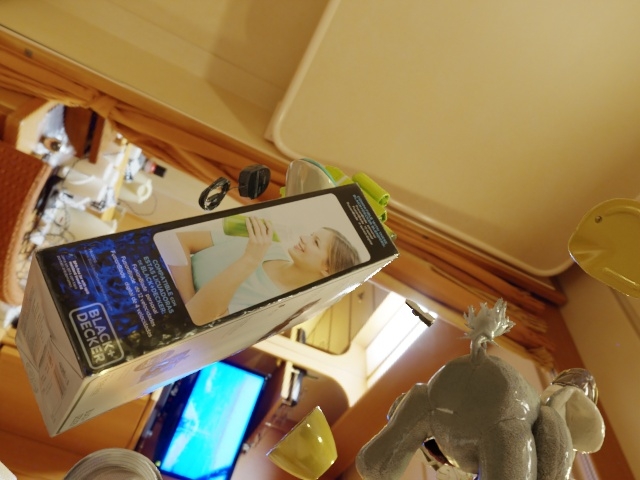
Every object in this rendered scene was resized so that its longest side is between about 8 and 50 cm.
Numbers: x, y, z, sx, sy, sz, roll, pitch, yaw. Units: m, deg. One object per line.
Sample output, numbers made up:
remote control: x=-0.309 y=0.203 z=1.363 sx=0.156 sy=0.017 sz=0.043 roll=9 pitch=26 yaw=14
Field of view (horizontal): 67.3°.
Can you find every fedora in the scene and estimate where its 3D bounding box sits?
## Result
fedora: x=-0.413 y=0.561 z=0.956 sx=0.124 sy=0.244 sz=0.275 roll=-26 pitch=-146 yaw=46

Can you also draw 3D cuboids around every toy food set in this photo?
toy food set: x=0.483 y=0.019 z=0.743 sx=0.128 sy=0.218 sz=0.071 roll=-60 pitch=-179 yaw=9

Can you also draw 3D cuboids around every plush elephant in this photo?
plush elephant: x=0.258 y=0.287 z=0.714 sx=0.272 sy=0.255 sz=0.330 roll=-3 pitch=-128 yaw=48

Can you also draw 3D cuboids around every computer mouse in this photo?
computer mouse: x=-0.172 y=-0.109 z=0.964 sx=0.242 sy=0.041 sz=0.071 roll=-35 pitch=140 yaw=-61

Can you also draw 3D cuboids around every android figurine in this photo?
android figurine: x=0.022 y=-0.053 z=1.023 sx=0.248 sy=0.273 sz=0.056 roll=-42 pitch=153 yaw=-12

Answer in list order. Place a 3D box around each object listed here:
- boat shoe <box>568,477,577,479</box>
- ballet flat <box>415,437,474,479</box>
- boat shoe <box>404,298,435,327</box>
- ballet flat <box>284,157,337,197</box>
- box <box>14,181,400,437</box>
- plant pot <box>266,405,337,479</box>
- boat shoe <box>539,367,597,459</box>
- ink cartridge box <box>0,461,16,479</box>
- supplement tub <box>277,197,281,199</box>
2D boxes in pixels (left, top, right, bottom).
boat shoe: x=0.674 y=0.676 z=1.250 sx=0.228 sy=0.080 sz=0.076 roll=-4 pitch=-133 yaw=58
ballet flat: x=0.350 y=0.667 z=1.441 sx=0.241 sy=0.077 sz=0.091 roll=35 pitch=-59 yaw=38
boat shoe: x=0.337 y=0.250 z=1.659 sx=0.046 sy=0.125 sz=0.038 roll=-10 pitch=132 yaw=-59
ballet flat: x=0.000 y=0.000 z=0.651 sx=0.248 sy=0.086 sz=0.086 roll=66 pitch=34 yaw=-51
box: x=-0.087 y=0.048 z=0.422 sx=0.290 sy=0.087 sz=0.169 roll=-17 pitch=162 yaw=-41
plant pot: x=-0.024 y=0.408 z=0.939 sx=0.134 sy=0.095 sz=0.134 roll=-41 pitch=168 yaw=-11
boat shoe: x=0.525 y=0.400 z=1.056 sx=0.097 sy=0.116 sz=0.324 roll=-35 pitch=137 yaw=-26
ink cartridge box: x=-0.520 y=0.219 z=0.408 sx=0.279 sy=0.384 sz=0.160 roll=-26 pitch=-152 yaw=-10
supplement tub: x=-0.020 y=-0.038 z=1.259 sx=0.144 sy=0.200 sz=0.144 roll=-179 pitch=-90 yaw=-82
